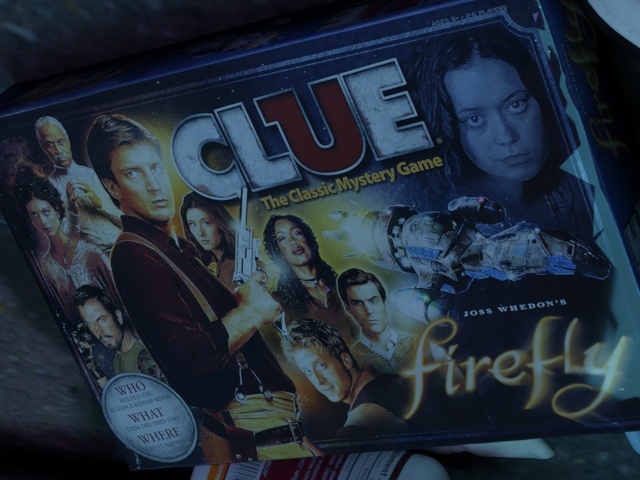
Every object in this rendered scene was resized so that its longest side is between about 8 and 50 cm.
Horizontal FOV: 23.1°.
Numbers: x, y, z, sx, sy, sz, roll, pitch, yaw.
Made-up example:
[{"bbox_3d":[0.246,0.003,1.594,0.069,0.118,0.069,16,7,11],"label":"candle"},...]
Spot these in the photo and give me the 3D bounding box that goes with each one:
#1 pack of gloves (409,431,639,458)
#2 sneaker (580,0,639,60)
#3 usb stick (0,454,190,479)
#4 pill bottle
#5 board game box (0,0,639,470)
[{"bbox_3d":[0.094,0.044,0.689,0.195,0.046,0.232,-1,156,23],"label":"pack of gloves"},{"bbox_3d":[0.168,-0.029,0.495,0.217,0.079,0.121,15,147,-6],"label":"sneaker"},{"bbox_3d":[-0.093,0.159,0.905,0.278,0.045,0.077,6,-179,13],"label":"usb stick"},{"bbox_3d":[0.014,0.144,0.801,0.152,0.086,0.086,13,149,16],"label":"pill bottle"},{"bbox_3d":[0.000,0.000,0.574,0.243,0.042,0.165,-10,113,32],"label":"board game box"}]
